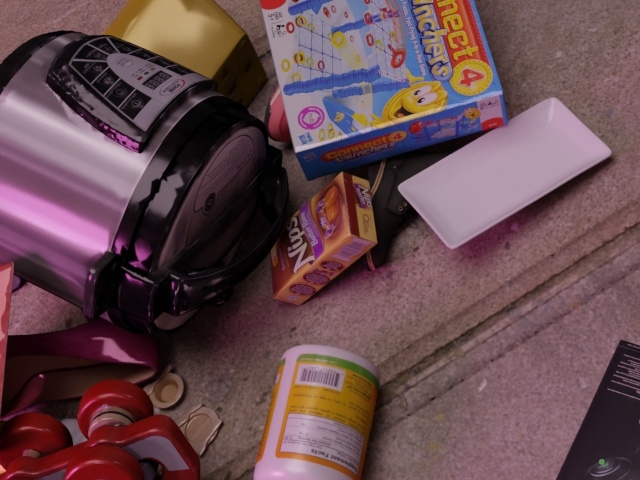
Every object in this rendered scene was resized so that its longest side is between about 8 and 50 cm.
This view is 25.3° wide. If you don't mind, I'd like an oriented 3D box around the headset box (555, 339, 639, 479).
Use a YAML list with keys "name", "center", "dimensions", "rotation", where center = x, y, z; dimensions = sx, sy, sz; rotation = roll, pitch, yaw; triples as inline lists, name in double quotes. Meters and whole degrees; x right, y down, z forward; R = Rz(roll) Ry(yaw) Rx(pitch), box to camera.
- name: "headset box"
  center: [0.412, 0.293, 1.634]
  dimensions: [0.246, 0.131, 0.283]
  rotation: [16, 69, 32]

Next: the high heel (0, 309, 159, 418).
- name: "high heel"
  center: [-0.417, 0.212, 2.083]
  dimensions: [0.377, 0.127, 0.181]
  rotation: [-33, 41, -1]

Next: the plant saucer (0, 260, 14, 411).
- name: "plant saucer"
  center: [-0.484, 0.167, 1.958]
  dimensions: [0.259, 0.048, 0.258]
  rotation: [162, 114, -64]

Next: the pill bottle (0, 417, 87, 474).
- name: "pill bottle"
  center: [-0.386, 0.311, 2.019]
  dimensions: [0.208, 0.117, 0.117]
  rotation: [-4, 59, 24]

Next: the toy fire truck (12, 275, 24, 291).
- name: "toy fire truck"
  center: [-0.552, -0.039, 2.237]
  dimensions: [0.217, 0.246, 0.158]
  rotation: [-29, 53, 7]

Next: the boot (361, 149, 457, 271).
- name: "boot"
  center: [0.132, -0.050, 2.029]
  dimensions: [0.137, 0.077, 0.197]
  rotation: [3, 68, 15]

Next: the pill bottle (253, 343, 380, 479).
- name: "pill bottle"
  center: [-0.010, 0.271, 1.849]
  dimensions: [0.136, 0.136, 0.245]
  rotation: [0, 60, 26]

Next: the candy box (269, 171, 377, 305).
- name: "candy box"
  center: [0.000, 0.000, 2.014]
  dimensions: [0.187, 0.053, 0.109]
  rotation: [-42, 43, 40]

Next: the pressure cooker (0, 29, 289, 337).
- name: "pressure cooker"
  center: [-0.260, -0.069, 2.020]
  dimensions: [0.420, 0.375, 0.369]
  rotation: [26, 85, 14]

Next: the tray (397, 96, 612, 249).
- name: "tray"
  center: [0.257, -0.090, 1.985]
  dimensions: [0.270, 0.030, 0.145]
  rotation: [-30, 50, -10]

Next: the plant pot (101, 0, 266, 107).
- name: "plant pot"
  center: [-0.211, -0.275, 2.260]
  dimensions: [0.187, 0.212, 0.212]
  rotation: [28, 75, 23]

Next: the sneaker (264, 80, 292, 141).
- name: "sneaker"
  center: [0.058, -0.233, 2.147]
  dimensions: [0.314, 0.116, 0.136]
  rotation: [-33, 53, 3]

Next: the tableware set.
- name: "tableware set"
  center: [-0.227, 0.264, 2.033]
  dimensions: [0.141, 0.020, 0.169]
  rotation: [-43, 52, -4]

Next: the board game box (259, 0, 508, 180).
- name: "board game box"
  center: [0.085, -0.273, 2.065]
  dimensions: [0.302, 0.086, 0.308]
  rotation: [-16, 63, 5]

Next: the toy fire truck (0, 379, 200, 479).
- name: "toy fire truck"
  center: [-0.290, 0.346, 1.877]
  dimensions: [0.302, 0.254, 0.169]
  rotation: [-22, 31, 12]
